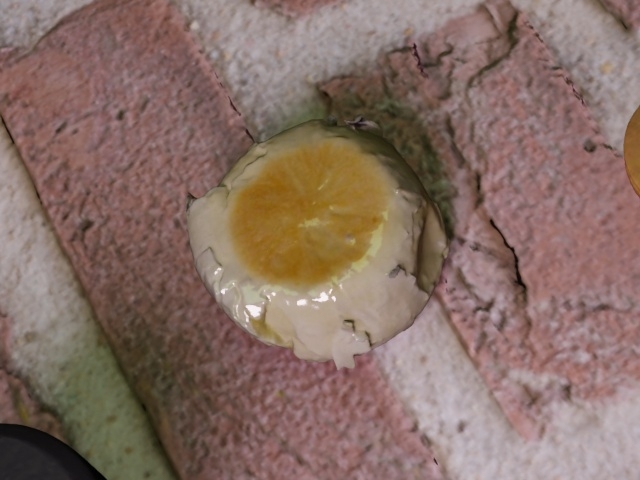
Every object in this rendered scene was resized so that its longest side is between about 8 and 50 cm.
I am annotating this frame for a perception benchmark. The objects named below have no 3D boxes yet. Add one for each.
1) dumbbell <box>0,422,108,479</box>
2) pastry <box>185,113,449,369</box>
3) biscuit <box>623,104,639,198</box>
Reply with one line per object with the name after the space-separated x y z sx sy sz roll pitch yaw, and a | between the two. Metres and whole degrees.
-0.150 0.207 1.020 0.152 0.218 0.152 -7 62 14 | dumbbell
0.000 0.000 1.164 0.166 0.088 0.166 -7 60 13 | pastry
0.269 -0.084 1.167 0.184 0.027 0.133 -31 60 -1 | biscuit
